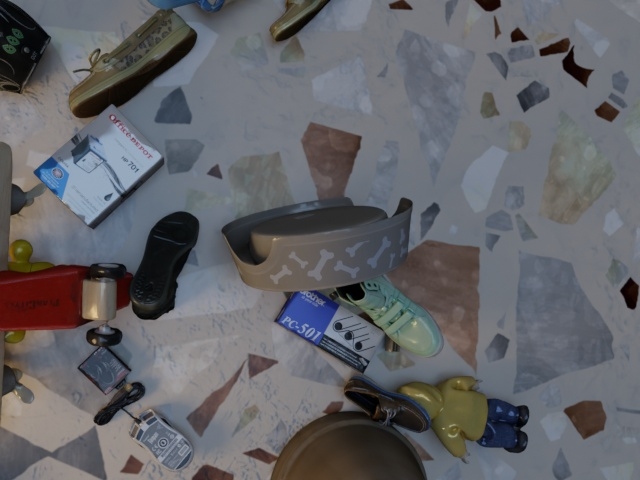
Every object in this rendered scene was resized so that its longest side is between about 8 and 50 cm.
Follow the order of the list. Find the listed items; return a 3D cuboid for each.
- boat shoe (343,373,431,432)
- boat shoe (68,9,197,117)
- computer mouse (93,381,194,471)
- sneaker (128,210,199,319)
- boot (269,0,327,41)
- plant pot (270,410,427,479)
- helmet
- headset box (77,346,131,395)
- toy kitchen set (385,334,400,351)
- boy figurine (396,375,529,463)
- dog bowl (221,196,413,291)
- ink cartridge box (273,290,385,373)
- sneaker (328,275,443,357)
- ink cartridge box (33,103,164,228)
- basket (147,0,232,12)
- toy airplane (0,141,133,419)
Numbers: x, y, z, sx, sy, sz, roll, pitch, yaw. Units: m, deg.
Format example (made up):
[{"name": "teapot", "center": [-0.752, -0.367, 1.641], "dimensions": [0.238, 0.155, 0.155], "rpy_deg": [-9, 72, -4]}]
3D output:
[{"name": "boat shoe", "center": [0.127, 0.334, 1.255], "dimensions": [0.183, 0.066, 0.066], "rpy_deg": [23, 115, 20]}, {"name": "boat shoe", "center": [-0.367, -0.337, 1.205], "dimensions": [0.285, 0.104, 0.089], "rpy_deg": [-42, 92, -23]}, {"name": "computer mouse", "center": [-0.322, 0.360, 1.198], "dimensions": [0.193, 0.042, 0.106], "rpy_deg": [43, 74, -2]}, {"name": "sneaker", "center": [-0.299, 0.053, 1.207], "dimensions": [0.087, 0.130, 0.227], "rpy_deg": [19, 55, -7]}, {"name": "boot", "center": [-0.068, -0.523, 1.294], "dimensions": [0.165, 0.077, 0.213], "rpy_deg": [44, 73, -8]}, {"name": "plant pot", "center": [0.081, 0.504, 1.163], "dimensions": [0.323, 0.280, 0.323], "rpy_deg": [1, 87, -12]}, {"name": "helmet", "center": [-0.582, -0.353, 1.126], "dimensions": [0.161, 0.169, 0.169], "rpy_deg": [28, 80, -27]}, {"name": "headset box", "center": [-0.401, 0.244, 1.189], "dimensions": [0.062, 0.032, 0.083], "rpy_deg": [-44, 95, -12]}, {"name": "toy kitchen set", "center": [0.190, 0.198, 1.318], "dimensions": [0.068, 0.083, 0.075], "rpy_deg": [14, 81, -54]}, {"name": "boy figurine", "center": [0.287, 0.365, 1.309], "dimensions": [0.285, 0.092, 0.177], "rpy_deg": [16, 64, -10]}, {"name": "dog bowl", "center": [0.000, 0.000, 1.153], "dimensions": [0.349, 0.349, 0.102], "rpy_deg": [-11, 102, -14]}, {"name": "ink cartridge box", "center": [0.019, 0.176, 1.286], "dimensions": [0.207, 0.046, 0.097], "rpy_deg": [32, 79, -10]}, {"name": "sneaker", "center": [0.120, 0.140, 1.225], "dimensions": [0.256, 0.151, 0.094], "rpy_deg": [45, 108, 14]}, {"name": "ink cartridge box", "center": [-0.408, -0.137, 1.187], "dimensions": [0.139, 0.082, 0.190], "rpy_deg": [46, 80, -7]}, {"name": "basket", "center": [-0.238, -0.544, 1.169], "dimensions": [0.289, 0.201, 0.255], "rpy_deg": [-24, 76, -36]}, {"name": "toy airplane", "center": [-0.546, 0.092, 1.044], "dimensions": [0.386, 0.272, 0.384], "rpy_deg": [-52, 131, -24]}]
